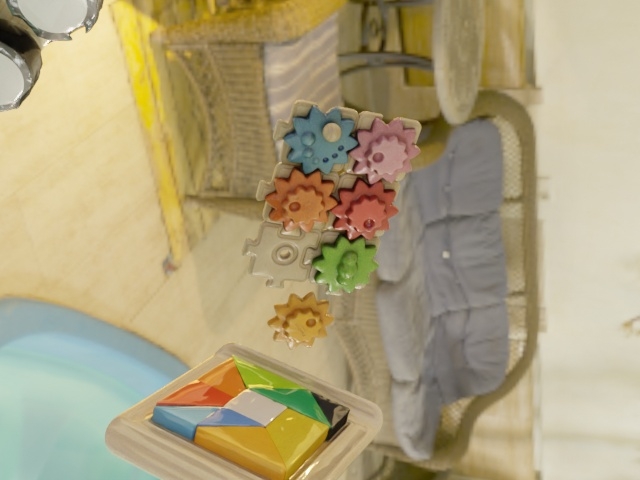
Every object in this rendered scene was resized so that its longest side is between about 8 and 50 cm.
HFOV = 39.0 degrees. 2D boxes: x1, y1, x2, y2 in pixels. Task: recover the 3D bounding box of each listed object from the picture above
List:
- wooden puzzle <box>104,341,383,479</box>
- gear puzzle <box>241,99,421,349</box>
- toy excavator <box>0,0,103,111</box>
[{"bbox_3d":[-0.071,0.191,0.956,0.239,0.221,0.044,-34,141,-59],"label":"wooden puzzle"},{"bbox_3d":[0.000,0.000,1.093,0.044,0.175,0.339,-112,-145,-56],"label":"gear puzzle"},{"bbox_3d":[-0.420,-0.432,1.022,0.445,0.433,0.222,36,34,-27],"label":"toy excavator"}]
